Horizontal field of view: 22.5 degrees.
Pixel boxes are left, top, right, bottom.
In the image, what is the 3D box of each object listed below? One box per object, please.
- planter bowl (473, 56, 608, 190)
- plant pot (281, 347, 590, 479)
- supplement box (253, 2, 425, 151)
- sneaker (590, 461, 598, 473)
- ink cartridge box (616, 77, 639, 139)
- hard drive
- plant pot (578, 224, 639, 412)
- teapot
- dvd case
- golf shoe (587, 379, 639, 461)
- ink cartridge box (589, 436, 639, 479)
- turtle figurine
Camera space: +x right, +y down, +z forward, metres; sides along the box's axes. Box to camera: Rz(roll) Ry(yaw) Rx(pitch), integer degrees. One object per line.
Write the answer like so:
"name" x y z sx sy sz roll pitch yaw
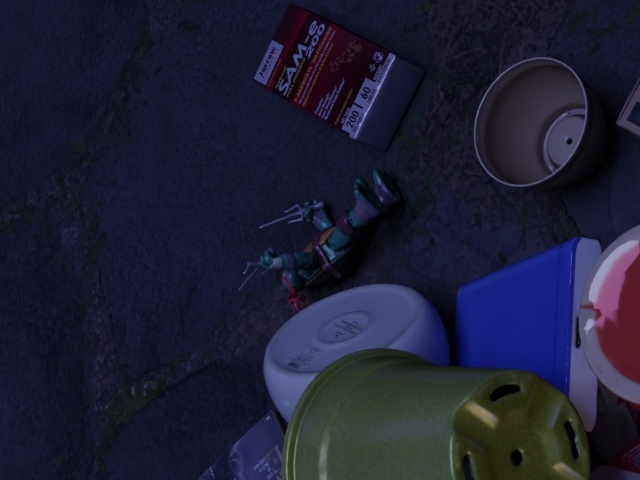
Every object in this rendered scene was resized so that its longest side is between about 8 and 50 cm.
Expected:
"planter bowl" 0.285 -0.132 1.964 0.162 0.109 0.162 -14 69 39
"plant pot" 0.140 0.239 1.709 0.254 0.276 0.276 -17 65 57
"supplement box" 0.023 -0.232 2.254 0.239 0.073 0.130 33 100 43
"sneaker" 0.299 0.343 1.816 0.083 0.098 0.224 -33 57 30
"ink cartridge box" 0.458 -0.089 1.711 0.193 0.234 0.088 36 101 43
"hard drive" 0.233 0.130 1.869 0.318 0.040 0.210 148 129 -69
"plant pot" 0.416 0.095 1.688 0.275 0.243 0.275 -14 68 38
"teapot" 0.063 0.186 2.016 0.252 0.187 0.256 -15 24 17
"dvd case" -0.076 0.368 2.198 0.164 0.018 0.221 -45 52 23
"golf shoe" 0.318 0.169 1.861 0.067 0.086 0.186 -24 64 33
"ink cartridge box" 0.368 0.314 1.741 0.127 0.072 0.175 -32 48 -17
"turtle figurine" 0.000 0.000 2.181 0.234 0.118 0.175 -39 14 25
